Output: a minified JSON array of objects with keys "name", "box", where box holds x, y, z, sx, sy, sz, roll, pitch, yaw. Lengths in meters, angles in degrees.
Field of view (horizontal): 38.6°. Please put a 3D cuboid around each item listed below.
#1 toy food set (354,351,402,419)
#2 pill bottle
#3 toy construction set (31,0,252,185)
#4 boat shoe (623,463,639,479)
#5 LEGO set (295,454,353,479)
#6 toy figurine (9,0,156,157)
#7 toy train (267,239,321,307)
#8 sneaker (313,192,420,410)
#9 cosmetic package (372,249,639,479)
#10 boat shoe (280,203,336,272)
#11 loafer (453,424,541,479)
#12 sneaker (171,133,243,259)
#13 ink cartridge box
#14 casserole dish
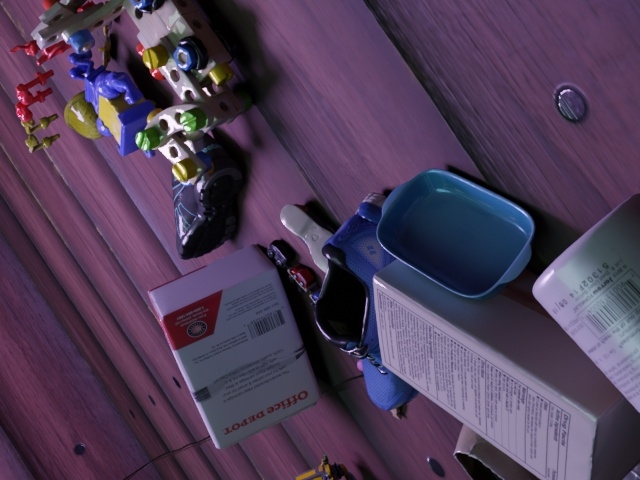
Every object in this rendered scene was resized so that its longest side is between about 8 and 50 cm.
[{"name":"toy food set","box":[0.087,0.212,1.384,0.078,0.019,0.122,28,149,44]},{"name":"pill bottle","box":[0.301,0.084,0.767,0.229,0.131,0.131,50,152,15]},{"name":"toy construction set","box":[-0.229,-0.240,1.252,0.327,0.151,0.215,45,133,-7]},{"name":"boat shoe","box":[0.290,0.262,1.047,0.184,0.063,0.066,23,137,48]},{"name":"LEGO set","box":[0.104,0.523,1.576,0.255,0.192,0.331,-107,-6,-79]},{"name":"toy figurine","box":[-0.363,-0.195,1.523,0.217,0.191,0.362,47,153,9]},{"name":"toy train","box":[-0.025,0.058,1.398,0.158,0.027,0.036,48,141,18]},{"name":"sneaker","box":[0.056,0.101,1.175,0.130,0.147,0.330,30,143,42]},{"name":"cosmetic package","box":[0.205,0.125,0.973,0.296,0.129,0.153,34,144,39]},{"name":"boat shoe","box":[0.000,0.000,1.276,0.137,0.049,0.043,45,-167,18]},{"name":"loafer","box":[0.251,0.335,1.160,0.268,0.092,0.102,57,153,0]},{"name":"sneaker","box":[-0.190,-0.069,1.480,0.106,0.101,0.267,56,146,23]},{"name":"ink cartridge box","box":[-0.137,0.175,1.497,0.114,0.197,0.273,44,155,60]},{"name":"casserole dish","box":[0.145,-0.004,0.968,0.188,0.114,0.037,32,172,40]}]
